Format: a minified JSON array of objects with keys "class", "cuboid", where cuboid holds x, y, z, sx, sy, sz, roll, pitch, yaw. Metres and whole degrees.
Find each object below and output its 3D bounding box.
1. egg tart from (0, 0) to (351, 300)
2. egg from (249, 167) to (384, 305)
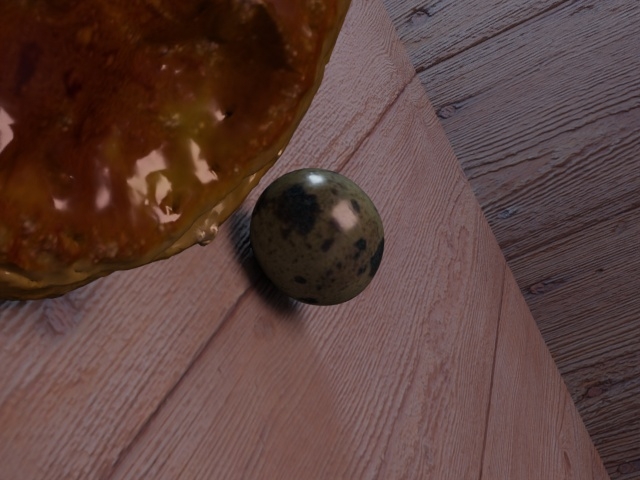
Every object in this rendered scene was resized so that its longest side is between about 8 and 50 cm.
[{"class":"egg tart","cuboid":[-0.161,-0.171,0.716,0.178,0.443,0.443,29,-6,34]},{"class":"egg","cuboid":[0.000,0.000,1.235,0.181,0.141,0.141,57,18,-53]}]
